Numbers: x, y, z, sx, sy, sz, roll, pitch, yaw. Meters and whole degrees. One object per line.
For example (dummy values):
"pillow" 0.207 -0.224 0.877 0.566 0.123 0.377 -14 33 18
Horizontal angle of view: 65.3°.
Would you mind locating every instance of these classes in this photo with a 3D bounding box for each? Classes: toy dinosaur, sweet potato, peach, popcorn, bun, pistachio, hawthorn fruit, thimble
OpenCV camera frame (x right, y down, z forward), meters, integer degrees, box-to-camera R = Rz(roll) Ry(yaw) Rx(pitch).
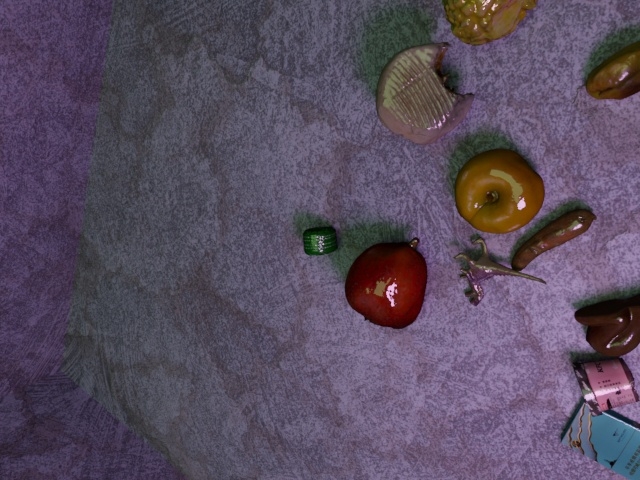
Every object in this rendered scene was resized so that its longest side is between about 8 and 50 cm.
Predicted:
"toy dinosaur" 0.515 0.090 1.508 0.251 0.072 0.200 -36 86 35
"sweet potato" 0.647 -0.002 1.422 0.273 0.075 0.075 -43 80 32
"peach" 0.504 -0.135 1.432 0.251 0.153 0.251 21 123 36
"popcorn" 0.439 -0.642 1.316 0.212 0.259 0.259 51 121 27
"bun" 0.292 -0.416 1.452 0.281 0.205 0.282 2 100 14
"pistachio" 0.759 -0.421 1.240 0.189 0.110 0.100 -26 56 32
"hawthorn fruit" 0.221 0.120 1.592 0.265 0.265 0.307 35 108 18
"thimble" 0.000 0.000 1.755 0.118 0.130 0.090 -5 100 11

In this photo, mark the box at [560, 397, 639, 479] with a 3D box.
"box" 0.850 0.583 1.457 0.229 0.041 0.162 25 112 22

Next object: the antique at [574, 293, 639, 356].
"antique" 0.839 0.229 1.337 0.256 0.121 0.144 -24 91 32

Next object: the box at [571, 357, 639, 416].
"box" 0.796 0.400 1.388 0.135 0.151 0.151 -21 91 24
